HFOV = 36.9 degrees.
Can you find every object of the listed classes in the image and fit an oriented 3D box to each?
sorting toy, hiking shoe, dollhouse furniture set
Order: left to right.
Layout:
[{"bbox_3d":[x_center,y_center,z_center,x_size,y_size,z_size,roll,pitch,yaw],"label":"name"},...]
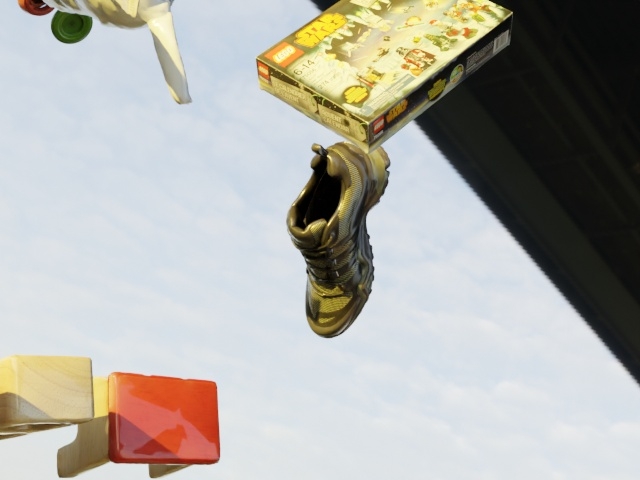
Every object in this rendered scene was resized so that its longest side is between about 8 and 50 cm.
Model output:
[{"bbox_3d":[-0.196,0.166,0.589,0.152,0.201,0.374,-18,-22,40],"label":"dollhouse furniture set"},{"bbox_3d":[-0.311,-0.279,1.123,0.042,0.061,0.102,50,6,37],"label":"sorting toy"},{"bbox_3d":[0.000,0.000,1.028,0.114,0.227,0.086,-7,21,-45],"label":"hiking shoe"}]

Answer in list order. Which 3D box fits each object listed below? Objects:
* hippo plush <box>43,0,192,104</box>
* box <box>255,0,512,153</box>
[{"bbox_3d":[-0.161,-0.330,0.889,0.294,0.236,0.234,36,-19,37],"label":"hippo plush"},{"bbox_3d":[0.041,-0.118,0.596,0.094,0.137,0.027,34,-31,29],"label":"box"}]
